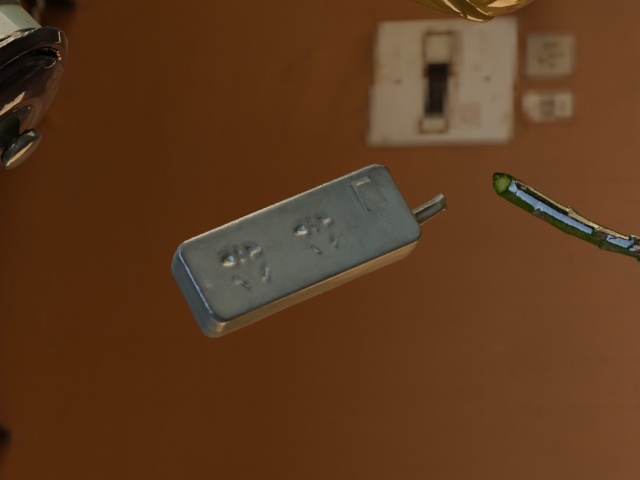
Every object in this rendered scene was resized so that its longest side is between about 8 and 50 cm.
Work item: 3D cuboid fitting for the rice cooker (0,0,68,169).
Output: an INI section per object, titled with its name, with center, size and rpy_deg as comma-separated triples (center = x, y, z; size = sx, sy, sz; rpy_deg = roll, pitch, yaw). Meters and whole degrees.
[rice cooker]
center = -0.443, -0.199, 1.971
size = 0.264, 0.316, 0.316
rpy_deg = -49, -3, 18

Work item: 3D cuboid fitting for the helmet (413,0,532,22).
[helmet]
center = 0.115, -0.279, 1.486
size = 0.257, 0.205, 0.140
rpy_deg = 36, -134, -24

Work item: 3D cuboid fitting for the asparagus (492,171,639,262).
[asparagus]
center = 0.250, -0.014, 1.568
size = 0.027, 0.236, 0.034
rpy_deg = 5, -73, -58

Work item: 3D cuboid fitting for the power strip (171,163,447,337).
[power strip]
center = 0.000, 0.000, 1.643
size = 0.093, 0.288, 0.053
rpy_deg = 60, 157, 15
